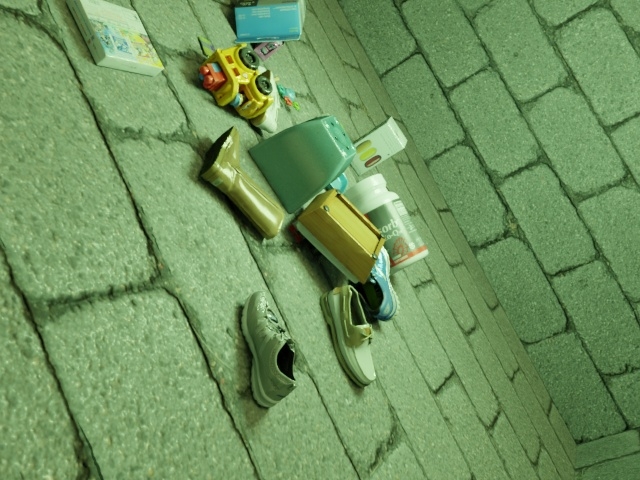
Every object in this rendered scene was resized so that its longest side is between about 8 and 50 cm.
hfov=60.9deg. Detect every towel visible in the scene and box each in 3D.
[{"bbox_3d":[-0.378,-0.642,1.823,0.060,0.009,0.083,5,58,-58],"label":"towel"}]

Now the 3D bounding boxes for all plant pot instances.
[{"bbox_3d":[-0.031,-0.280,1.792,0.247,0.252,0.248,56,26,-6],"label":"plant pot"}]

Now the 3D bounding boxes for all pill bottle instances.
[{"bbox_3d":[0.243,-0.057,2.097,0.363,0.210,0.210,62,26,6],"label":"pill bottle"}]

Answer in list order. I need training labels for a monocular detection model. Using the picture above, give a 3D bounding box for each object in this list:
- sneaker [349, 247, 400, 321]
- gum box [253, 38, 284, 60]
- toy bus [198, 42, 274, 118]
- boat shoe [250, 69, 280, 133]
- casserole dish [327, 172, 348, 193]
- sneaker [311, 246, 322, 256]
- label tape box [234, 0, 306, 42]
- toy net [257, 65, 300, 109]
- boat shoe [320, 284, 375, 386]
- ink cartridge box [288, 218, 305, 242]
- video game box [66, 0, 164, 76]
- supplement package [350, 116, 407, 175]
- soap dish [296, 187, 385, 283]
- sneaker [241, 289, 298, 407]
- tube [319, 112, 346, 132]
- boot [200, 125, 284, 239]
[{"bbox_3d":[0.172,0.116,1.886,0.147,0.129,0.330,19,47,-57],"label":"sneaker"},{"bbox_3d":[-0.200,-0.808,2.199,0.062,0.107,0.188,45,30,-28],"label":"gum box"},{"bbox_3d":[-0.281,-0.491,1.708,0.211,0.149,0.220,-32,94,-51],"label":"toy bus"},{"bbox_3d":[-0.188,-0.481,1.906,0.096,0.098,0.277,38,41,-42],"label":"boat shoe"},{"bbox_3d":[0.054,-0.240,2.147,0.114,0.037,0.188,53,28,-15],"label":"casserole dish"},{"bbox_3d":[0.002,-0.001,1.797,0.089,0.051,0.170,59,26,11],"label":"sneaker"},{"bbox_3d":[-0.194,-0.881,2.112,0.348,0.249,0.115,-85,171,-51],"label":"label tape box"},{"bbox_3d":[-0.172,-0.579,2.092,0.232,0.045,0.122,25,45,-48],"label":"toy net"},{"bbox_3d":[0.100,0.279,1.616,0.113,0.103,0.302,0,63,-60],"label":"boat shoe"},{"bbox_3d":[-0.057,-0.040,1.749,0.063,0.029,0.115,57,26,-6],"label":"ink cartridge box"},{"bbox_3d":[-0.523,-0.525,1.403,0.187,0.048,0.205,61,26,7],"label":"video game box"},{"bbox_3d":[0.244,-0.419,2.432,0.139,0.244,0.134,53,26,-11],"label":"supplement package"},{"bbox_3d":[0.077,-0.024,1.745,0.291,0.118,0.229,45,28,-5],"label":"soap dish"},{"bbox_3d":[-0.105,0.239,1.279,0.105,0.115,0.281,25,42,-49],"label":"sneaker"},{"bbox_3d":[0.065,-0.510,2.431,0.240,0.062,0.070,0,106,-66],"label":"tube"},{"bbox_3d":[-0.209,-0.164,1.555,0.269,0.089,0.236,44,40,-29],"label":"boot"}]
